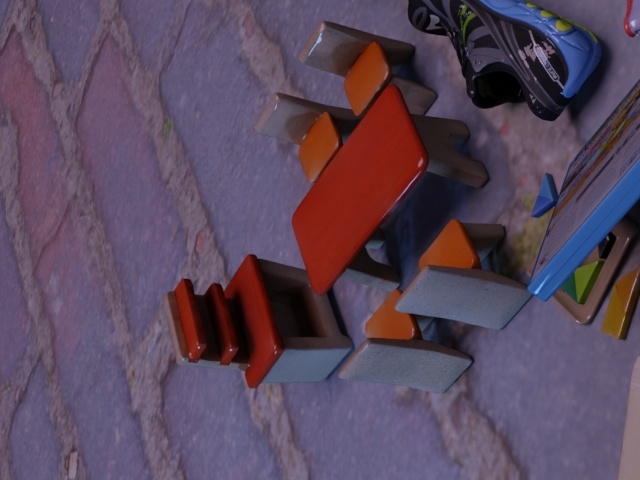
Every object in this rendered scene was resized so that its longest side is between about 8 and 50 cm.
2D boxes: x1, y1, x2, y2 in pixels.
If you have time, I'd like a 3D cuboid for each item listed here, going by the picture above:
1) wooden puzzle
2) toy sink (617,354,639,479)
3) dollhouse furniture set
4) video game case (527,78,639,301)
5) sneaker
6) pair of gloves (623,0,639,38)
[{"bbox_3d":[0.163,0.007,0.743,0.116,0.014,0.079,43,117,54],"label":"wooden puzzle"},{"bbox_3d":[0.209,0.175,0.496,0.131,0.152,0.234,3,85,58],"label":"toy sink"},{"bbox_3d":[0.000,0.000,0.886,0.259,0.135,0.262,-53,41,35],"label":"dollhouse furniture set"},{"bbox_3d":[0.167,-0.048,0.656,0.119,0.015,0.166,-56,0,34],"label":"video game case"},{"bbox_3d":[0.112,-0.135,0.813,0.188,0.067,0.078,41,109,51],"label":"sneaker"},{"bbox_3d":[0.235,-0.193,0.649,0.159,0.023,0.198,-11,60,53],"label":"pair of gloves"}]
